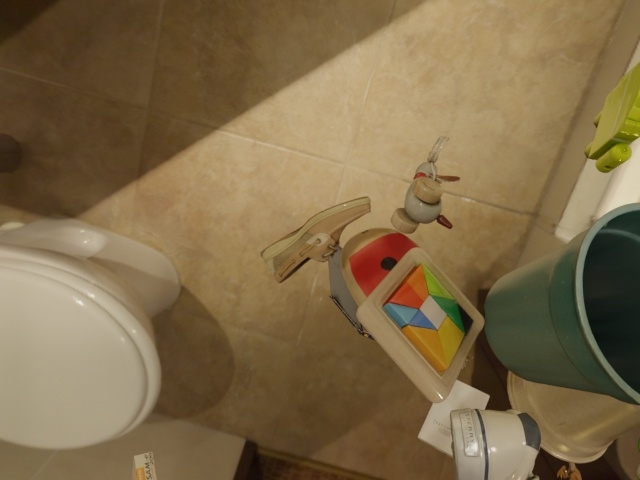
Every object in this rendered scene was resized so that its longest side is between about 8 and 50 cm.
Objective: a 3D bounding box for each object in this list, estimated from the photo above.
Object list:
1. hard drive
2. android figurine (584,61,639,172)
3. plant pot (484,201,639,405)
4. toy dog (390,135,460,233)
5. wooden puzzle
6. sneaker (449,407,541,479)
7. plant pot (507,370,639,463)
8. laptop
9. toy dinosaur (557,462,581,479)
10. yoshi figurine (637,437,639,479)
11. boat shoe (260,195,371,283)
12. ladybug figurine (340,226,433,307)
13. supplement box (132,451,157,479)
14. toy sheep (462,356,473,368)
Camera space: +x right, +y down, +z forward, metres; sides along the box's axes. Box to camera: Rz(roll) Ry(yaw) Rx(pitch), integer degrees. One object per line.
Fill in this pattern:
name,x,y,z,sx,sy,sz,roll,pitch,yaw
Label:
hard drive,0.583,0.771,1.930,0.203,0.307,0.040,21,150,26
android figurine,0.677,-0.281,0.980,0.056,0.273,0.248,19,82,11
plant pot,0.510,0.145,0.839,0.341,0.334,0.341,4,73,-12
toy dog,0.342,-0.135,1.332,0.161,0.334,0.220,33,148,1
wooden puzzle,0.205,0.145,0.839,0.221,0.238,0.044,49,139,2
sneaker,0.200,0.266,0.507,0.091,0.094,0.258,-4,142,14
plant pot,0.748,0.398,1.204,0.333,0.334,0.305,21,141,-2
laptop,0.188,0.210,1.737,0.408,0.382,0.236,27,96,-20
toy dinosaur,0.860,0.787,1.505,0.112,0.211,0.064,14,151,-37
yoshi figurine,0.734,0.507,0.859,0.203,0.362,0.203,-29,105,29
boat shoe,0.000,0.000,1.138,0.341,0.121,0.110,-31,84,28
ladybug figurine,0.237,0.129,1.240,0.449,0.305,0.162,57,133,27
supplement box,-0.341,0.469,0.853,0.036,0.062,0.098,-1,121,-29
toy sheep,0.506,0.414,1.631,0.091,0.132,0.091,-2,130,-2
